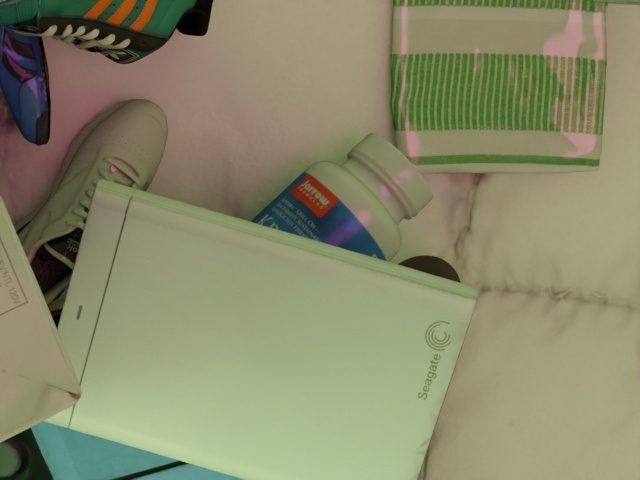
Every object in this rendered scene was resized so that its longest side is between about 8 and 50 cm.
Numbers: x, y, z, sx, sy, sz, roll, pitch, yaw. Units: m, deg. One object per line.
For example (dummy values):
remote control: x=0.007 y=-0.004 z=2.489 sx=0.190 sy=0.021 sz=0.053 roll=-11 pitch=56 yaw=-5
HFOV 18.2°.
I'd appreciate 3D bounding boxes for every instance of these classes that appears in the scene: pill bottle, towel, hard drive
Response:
pill bottle: x=0.000 y=0.000 z=1.954 sx=0.221 sy=0.124 sz=0.124 roll=-44 pitch=113 yaw=-8
towel: x=0.189 y=-0.228 z=2.027 sx=0.248 sy=0.038 sz=0.324 roll=-2 pitch=102 yaw=-20
hard drive: x=-0.061 y=0.103 z=1.806 sx=0.353 sy=0.047 sz=0.233 roll=16 pitch=108 yaw=-3

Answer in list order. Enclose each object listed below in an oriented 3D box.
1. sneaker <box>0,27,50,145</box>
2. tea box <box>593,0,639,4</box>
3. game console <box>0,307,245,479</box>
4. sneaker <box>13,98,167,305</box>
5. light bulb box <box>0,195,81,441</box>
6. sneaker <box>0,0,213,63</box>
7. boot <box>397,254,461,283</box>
sneaker: x=-0.296 y=-0.187 z=1.834 sx=0.082 sy=0.069 sz=0.209 roll=-11 pitch=106 yaw=-6
tea box: x=0.396 y=-0.443 z=1.941 sx=0.329 sy=0.220 sz=0.323 roll=-32 pitch=111 yaw=-22
game console: x=-0.142 y=0.202 z=1.893 sx=0.387 sy=0.060 sz=0.342 roll=-16 pitch=104 yaw=9
sneaker: x=-0.215 y=-0.029 z=1.880 sx=0.090 sy=0.095 sz=0.235 roll=37 pitch=85 yaw=-22
light bulb box: x=-0.404 y=-0.012 z=1.663 sx=0.225 sy=0.361 sz=0.358 roll=-25 pitch=109 yaw=-16
sneaker: x=-0.198 y=-0.211 z=1.792 sx=0.302 sy=0.108 sz=0.121 roll=-21 pitch=114 yaw=-45
boot: x=0.021 y=0.135 z=1.998 sx=0.112 sy=0.115 sz=0.305 roll=39 pitch=87 yaw=-16
